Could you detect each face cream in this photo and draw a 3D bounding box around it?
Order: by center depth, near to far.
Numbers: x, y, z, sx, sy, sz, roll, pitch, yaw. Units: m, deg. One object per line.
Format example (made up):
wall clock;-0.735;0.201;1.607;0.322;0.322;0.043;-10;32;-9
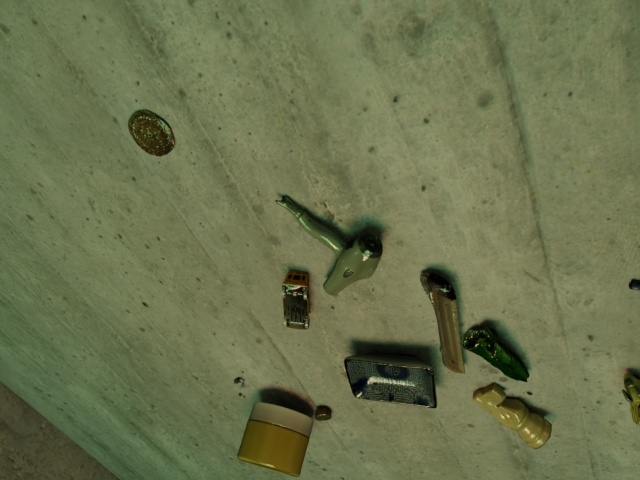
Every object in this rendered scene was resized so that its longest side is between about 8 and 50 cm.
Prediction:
face cream;-0.149;0.664;1.557;0.218;0.179;0.218;13;151;7

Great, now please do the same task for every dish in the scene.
dish;0.200;0.369;1.294;0.243;0.080;0.182;1;128;21

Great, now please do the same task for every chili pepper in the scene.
chili pepper;0.442;0.288;1.155;0.216;0.062;0.108;42;163;-21

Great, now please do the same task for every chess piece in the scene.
chess piece;0.519;0.471;1.274;0.200;0.090;0.090;36;132;4

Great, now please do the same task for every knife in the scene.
knife;0.312;0.210;1.150;0.089;0.043;0.365;28;148;47

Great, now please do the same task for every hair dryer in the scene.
hair dryer;0.006;0.030;1.101;0.267;0.092;0.229;27;140;15

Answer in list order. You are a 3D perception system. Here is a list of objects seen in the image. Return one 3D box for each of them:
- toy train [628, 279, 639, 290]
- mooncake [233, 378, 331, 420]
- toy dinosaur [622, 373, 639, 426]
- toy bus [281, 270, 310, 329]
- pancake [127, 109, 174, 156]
toy train;0.670;0.097;0.940;0.083;0.017;0.017;10;132;11
mooncake;-0.137;0.551;1.584;0.347;0.057;0.150;28;129;-4
toy dinosaur;0.775;0.430;1.049;0.153;0.259;0.094;13;141;-29
toy bus;-0.061;0.159;1.216;0.069;0.074;0.162;5;128;6
pancake;-0.377;-0.237;1.037;0.115;0.011;0.115;10;131;12
